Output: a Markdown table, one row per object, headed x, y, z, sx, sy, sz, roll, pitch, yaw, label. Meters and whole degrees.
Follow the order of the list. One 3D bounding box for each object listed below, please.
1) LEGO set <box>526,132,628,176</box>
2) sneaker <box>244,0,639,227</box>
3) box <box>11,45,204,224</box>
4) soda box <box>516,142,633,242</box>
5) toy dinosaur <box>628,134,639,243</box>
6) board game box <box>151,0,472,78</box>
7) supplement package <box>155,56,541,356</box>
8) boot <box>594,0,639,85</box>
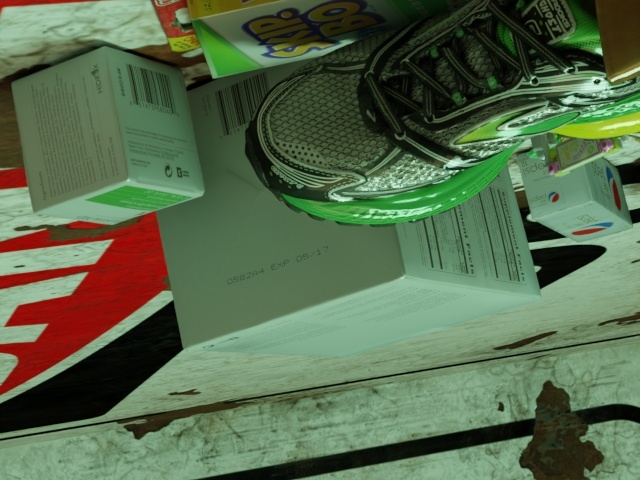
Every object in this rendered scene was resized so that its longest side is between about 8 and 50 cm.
| x | y | z | sx | sy | sz | roll | pitch | yaw | label |
| --- | --- | --- | --- | --- | --- | --- | --- | --- | --- |
| 0.216 | -0.101 | 1.357 | 0.132 | 0.107 | 0.287 | -8 | 167 | -18 | LEGO set |
| 0.111 | -0.118 | 1.032 | 0.343 | 0.134 | 0.146 | -21 | 161 | -5 | sneaker |
| -0.151 | -0.072 | 1.141 | 0.087 | 0.102 | 0.101 | -16 | 169 | 26 | box |
| 0.278 | -0.051 | 1.730 | 0.069 | 0.074 | 0.216 | -17 | 167 | 20 | soda box |
| 0.389 | -0.065 | 1.758 | 0.112 | 0.064 | 0.211 | -44 | 147 | -26 | toy dinosaur |
| 0.021 | -0.162 | 1.070 | 0.259 | 0.039 | 0.124 | -10 | 167 | 1 | board game box |
| 0.021 | -0.026 | 1.294 | 0.199 | 0.198 | 0.262 | -19 | 166 | 27 | supplement package |
| 0.283 | -0.147 | 0.864 | 0.280 | 0.264 | 0.096 | -18 | 159 | 20 | boot |
